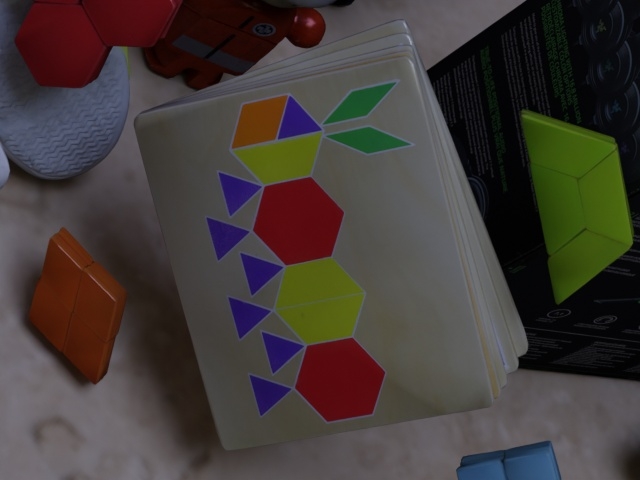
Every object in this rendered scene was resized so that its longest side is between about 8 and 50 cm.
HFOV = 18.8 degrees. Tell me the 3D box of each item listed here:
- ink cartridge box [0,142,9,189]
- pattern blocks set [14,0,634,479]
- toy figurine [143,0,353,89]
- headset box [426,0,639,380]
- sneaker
[{"bbox_3d":[-0.312,-0.070,0.767,0.306,0.131,0.226,-17,79,-39],"label":"ink cartridge box"},{"bbox_3d":[0.000,0.000,0.892,0.026,0.285,0.325,-54,140,-71],"label":"pattern blocks set"},{"bbox_3d":[-0.031,-0.210,1.029,0.209,0.148,0.213,-32,89,-42],"label":"toy figurine"},{"bbox_3d":[0.183,-0.034,1.015,0.246,0.283,0.131,7,65,-33],"label":"headset box"},{"bbox_3d":[-0.165,-0.150,0.942,0.091,0.126,0.240,-24,117,-10],"label":"sneaker"}]
